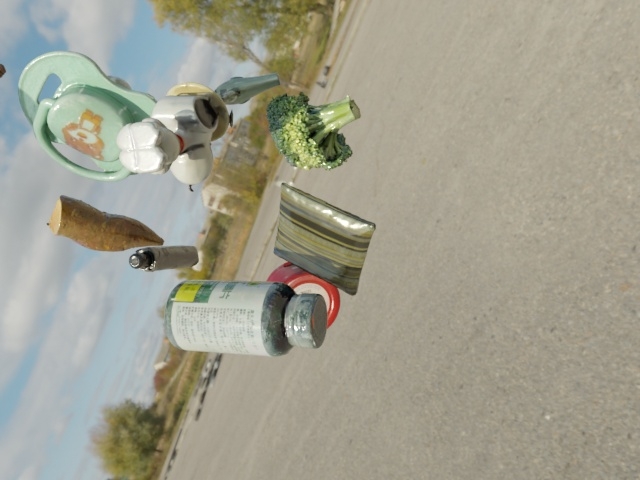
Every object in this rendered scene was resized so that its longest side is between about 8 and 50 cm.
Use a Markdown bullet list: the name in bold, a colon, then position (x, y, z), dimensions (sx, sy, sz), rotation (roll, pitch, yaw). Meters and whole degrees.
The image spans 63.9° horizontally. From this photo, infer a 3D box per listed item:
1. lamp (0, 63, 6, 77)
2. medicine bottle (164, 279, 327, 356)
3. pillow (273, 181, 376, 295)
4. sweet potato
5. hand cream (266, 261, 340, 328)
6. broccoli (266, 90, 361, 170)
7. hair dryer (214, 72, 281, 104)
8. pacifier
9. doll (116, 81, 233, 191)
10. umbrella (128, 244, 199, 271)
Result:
- **lamp**: position (-1.133, -0.586, 1.774), dimensions (0.083, 0.031, 0.063), rotation (-43, -33, -36)
- **medicine bottle**: position (-0.138, 0.147, 0.978), dimensions (0.141, 0.294, 0.141), rotation (1, -90, -71)
- **pillow**: position (0.000, 0.000, 1.040), dimensions (0.052, 0.208, 0.212), rotation (-49, -21, -40)
- **sweet potato**: position (-0.632, -0.023, 1.541), dimensions (0.131, 0.337, 0.131), rotation (-29, 50, 41)
- **hand cream**: position (-0.051, 0.156, 1.373), dimensions (0.193, 0.193, 0.125), rotation (-69, 24, 5)
- **broccoli**: position (-0.014, -0.351, 1.746), dimensions (0.302, 0.375, 0.249), rotation (9, 72, 41)
- **hair dryer**: position (-0.231, -0.496, 1.685), dimensions (0.267, 0.229, 0.092), rotation (-126, 17, -65)
- **pacifier**: position (-0.528, -0.304, 1.238), dimensions (0.288, 0.343, 0.269), rotation (-44, 26, 26)
- **doll**: position (-0.262, -0.207, 0.949), dimensions (0.271, 0.144, 0.207), rotation (16, -106, -79)
- **umbrella**: position (-0.448, 0.051, 1.487), dimensions (0.337, 0.067, 0.073), rotation (0, -108, -79)
